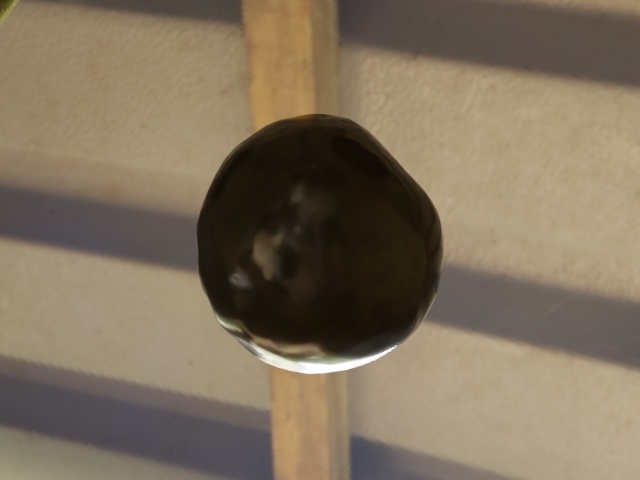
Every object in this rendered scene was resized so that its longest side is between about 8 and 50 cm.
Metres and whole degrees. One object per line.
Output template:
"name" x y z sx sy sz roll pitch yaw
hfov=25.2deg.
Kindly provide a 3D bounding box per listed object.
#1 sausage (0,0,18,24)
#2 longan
"sausage" -0.386 -0.298 1.584 0.123 0.347 0.123 33 -13 9
"longan" 0.000 0.000 1.358 0.248 0.248 0.248 11 -55 16
